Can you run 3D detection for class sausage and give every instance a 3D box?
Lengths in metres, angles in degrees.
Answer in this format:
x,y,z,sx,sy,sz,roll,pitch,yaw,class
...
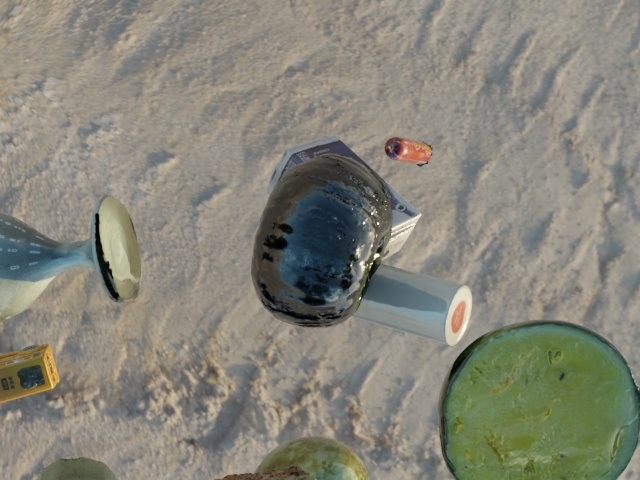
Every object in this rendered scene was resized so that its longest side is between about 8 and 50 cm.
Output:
x,y,z,sx,sy,sz,roll,pitch,yaw,class
0.144,-0.156,1.340,0.145,0.048,0.050,-2,69,-60,sausage

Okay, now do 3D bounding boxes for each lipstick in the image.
x,y,z,sx,sy,sz,roll,pitch,yaw,class
0.055,0.070,1.151,0.087,0.327,0.087,-27,124,-51,lipstick

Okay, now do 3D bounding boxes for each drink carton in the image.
x,y,z,sx,sy,sz,roll,pitch,yaw,class
0.038,-0.062,1.310,0.134,0.222,0.102,-23,151,-48,drink carton

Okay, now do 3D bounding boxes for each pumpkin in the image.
x,y,z,sx,sy,sz,roll,pitch,yaw,class
0.000,0.000,1.015,0.163,0.233,0.233,19,95,9,pumpkin

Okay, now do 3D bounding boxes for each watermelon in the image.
x,y,z,sx,sy,sz,roll,pitch,yaw,class
0.235,0.181,0.854,0.232,0.127,0.204,-22,94,0,watermelon

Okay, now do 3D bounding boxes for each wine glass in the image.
x,y,z,sx,sy,sz,roll,pitch,yaw,class
-0.319,0.024,0.818,0.241,0.126,0.126,-8,107,6,wine glass

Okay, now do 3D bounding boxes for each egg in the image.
x,y,z,sx,sy,sz,roll,pitch,yaw,class
-0.014,0.492,1.502,0.238,0.238,0.289,11,136,-26,egg

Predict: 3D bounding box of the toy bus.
x,y,z,sx,sy,sz,roll,pitch,yaw,class
-0.483,0.211,1.174,0.162,0.074,0.069,-14,100,-10,toy bus

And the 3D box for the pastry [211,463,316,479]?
x,y,z,sx,sy,sz,roll,pitch,yaw,class
-0.085,0.294,0.852,0.169,0.087,0.063,-4,120,-12,pastry

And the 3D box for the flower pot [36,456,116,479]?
x,y,z,sx,sy,sz,roll,pitch,yaw,class
-0.408,0.472,1.302,0.212,0.202,0.212,-6,120,-11,flower pot
